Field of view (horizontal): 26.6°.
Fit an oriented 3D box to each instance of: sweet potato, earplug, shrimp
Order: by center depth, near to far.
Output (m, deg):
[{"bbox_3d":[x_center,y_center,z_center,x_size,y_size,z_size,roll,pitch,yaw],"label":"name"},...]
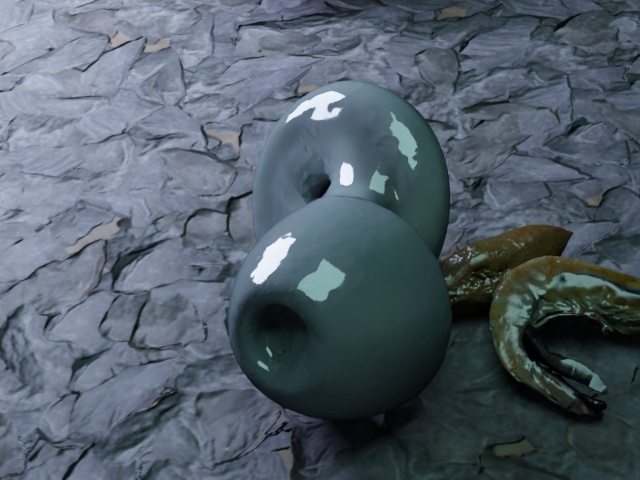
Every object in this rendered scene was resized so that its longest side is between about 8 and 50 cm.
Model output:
[{"bbox_3d":[0.010,0.005,1.138,0.175,0.214,0.325,28,38,-26],"label":"earplug"},{"bbox_3d":[0.251,0.083,1.138,0.219,0.046,0.152,10,50,3],"label":"shrimp"},{"bbox_3d":[0.141,0.034,1.209,0.206,0.060,0.068,-23,52,-8],"label":"sweet potato"}]
